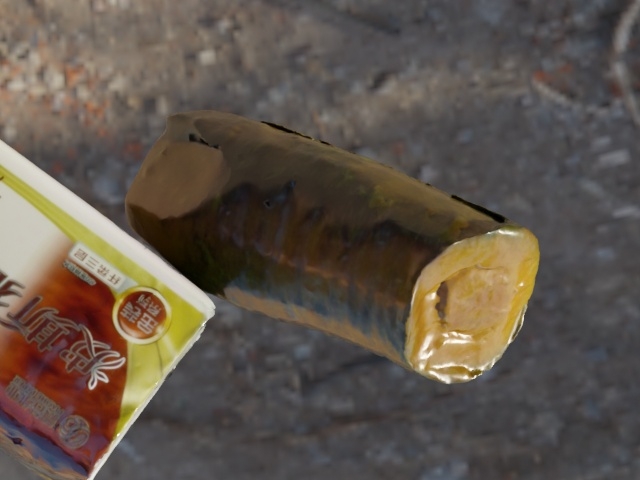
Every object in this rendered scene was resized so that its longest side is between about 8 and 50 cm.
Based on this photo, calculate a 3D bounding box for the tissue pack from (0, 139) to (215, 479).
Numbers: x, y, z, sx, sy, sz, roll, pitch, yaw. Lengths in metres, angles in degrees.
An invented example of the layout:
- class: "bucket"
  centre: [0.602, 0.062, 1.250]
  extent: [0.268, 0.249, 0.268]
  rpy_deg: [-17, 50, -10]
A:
- class: "tissue pack"
  centre: [-0.131, 0.025, 0.753]
  extent: [0.148, 0.099, 0.106]
  rpy_deg: [37, 168, 0]

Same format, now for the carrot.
- class: "carrot"
  centre: [0.000, 0.000, 0.760]
  extent: [0.173, 0.082, 0.082]
  rpy_deg: [22, 162, 30]
